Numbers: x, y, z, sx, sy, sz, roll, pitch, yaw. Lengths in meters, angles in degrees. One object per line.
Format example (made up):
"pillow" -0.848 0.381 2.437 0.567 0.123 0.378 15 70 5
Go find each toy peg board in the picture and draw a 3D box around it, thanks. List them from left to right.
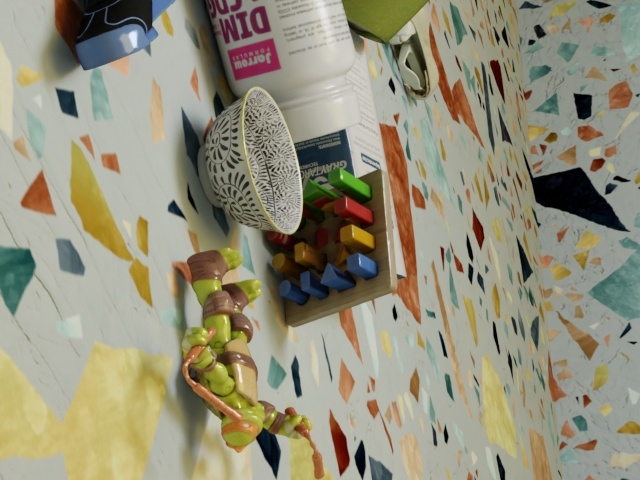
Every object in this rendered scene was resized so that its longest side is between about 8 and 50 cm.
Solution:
"toy peg board" 0.000 0.000 1.688 0.079 0.161 0.161 27 50 -45

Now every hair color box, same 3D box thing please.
"hair color box" 0.016 -0.115 1.874 0.174 0.105 0.347 18 60 -69

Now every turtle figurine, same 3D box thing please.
"turtle figurine" -0.085 0.131 1.425 0.269 0.087 0.217 42 30 -47

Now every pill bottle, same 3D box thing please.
"pill bottle" -0.049 -0.262 1.687 0.160 0.160 0.283 -38 114 -71

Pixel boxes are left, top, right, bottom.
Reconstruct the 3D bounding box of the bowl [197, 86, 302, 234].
"bowl" -0.087 -0.081 1.573 0.170 0.080 0.170 -13 90 -73

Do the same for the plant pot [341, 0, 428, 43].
"plant pot" 0.094 -0.428 1.905 0.293 0.275 0.275 -65 160 3

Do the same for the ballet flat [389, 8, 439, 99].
"ballet flat" 0.157 -0.359 2.541 0.086 0.086 0.248 -81 153 -49

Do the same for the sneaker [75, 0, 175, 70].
"sneaker" -0.199 -0.239 1.355 0.232 0.081 0.090 -82 151 -64
